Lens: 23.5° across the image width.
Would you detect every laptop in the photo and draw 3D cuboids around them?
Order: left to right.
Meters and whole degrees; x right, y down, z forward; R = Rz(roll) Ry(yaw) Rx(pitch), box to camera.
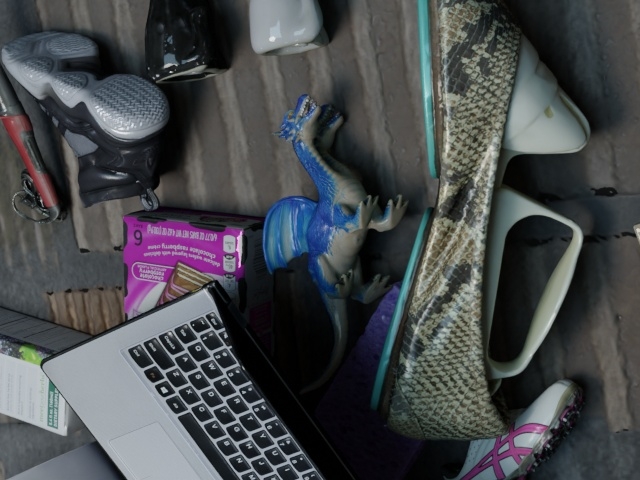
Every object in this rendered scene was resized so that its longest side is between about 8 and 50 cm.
[{"bbox_3d":[-0.081,0.263,1.525,0.408,0.236,0.382,-24,108,32],"label":"laptop"}]

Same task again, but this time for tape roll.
[{"bbox_3d":[-0.320,0.297,1.750,0.219,0.219,0.072,-27,84,32],"label":"tape roll"}]

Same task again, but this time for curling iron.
[{"bbox_3d":[-0.356,-0.135,1.740,0.068,0.035,0.274,0,121,34],"label":"curling iron"}]

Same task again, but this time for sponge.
[{"bbox_3d":[0.074,0.158,1.600,0.117,0.031,0.210,38,116,18],"label":"sponge"}]

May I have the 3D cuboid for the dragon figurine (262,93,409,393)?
[{"bbox_3d":[0.000,0.000,1.570,0.144,0.085,0.289,24,110,41],"label":"dragon figurine"}]

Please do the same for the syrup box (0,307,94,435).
[{"bbox_3d":[-0.362,0.145,1.816,0.237,0.096,0.093,14,107,26],"label":"syrup box"}]

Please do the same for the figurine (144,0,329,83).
[{"bbox_3d":[-0.097,-0.285,1.584,0.215,0.092,0.209,-11,90,31],"label":"figurine"}]

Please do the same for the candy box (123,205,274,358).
[{"bbox_3d":[-0.133,0.088,1.684,0.159,0.071,0.233,6,103,29],"label":"candy box"}]

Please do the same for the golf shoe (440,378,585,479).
[{"bbox_3d":[0.186,0.198,1.521,0.086,0.067,0.186,44,118,18],"label":"golf shoe"}]

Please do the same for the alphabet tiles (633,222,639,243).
[{"bbox_3d":[0.386,-0.008,1.397,0.198,0.009,0.237,-22,88,32],"label":"alphabet tiles"}]

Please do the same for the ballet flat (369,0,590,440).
[{"bbox_3d":[0.159,-0.039,1.450,0.182,0.164,0.482,7,102,8],"label":"ballet flat"}]

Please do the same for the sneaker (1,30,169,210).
[{"bbox_3d":[-0.261,-0.126,1.697,0.268,0.101,0.153,32,135,40],"label":"sneaker"}]
